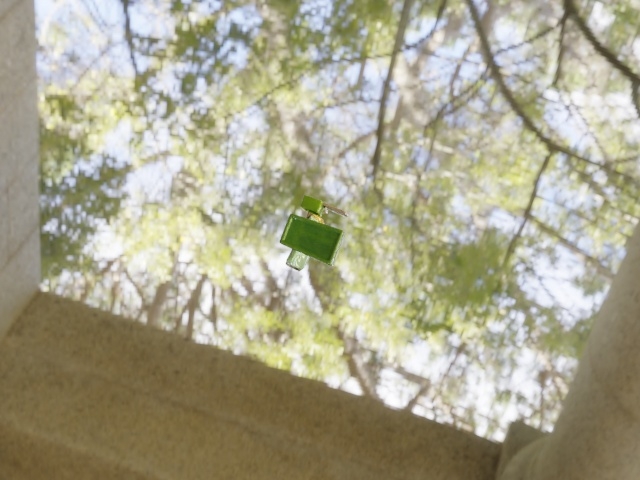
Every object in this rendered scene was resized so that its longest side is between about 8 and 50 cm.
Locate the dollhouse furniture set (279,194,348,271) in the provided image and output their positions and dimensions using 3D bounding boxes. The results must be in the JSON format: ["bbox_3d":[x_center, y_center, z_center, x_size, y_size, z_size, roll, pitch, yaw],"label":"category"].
[{"bbox_3d":[0.000,0.000,1.132,0.058,0.152,0.076,21,-93,8],"label":"dollhouse furniture set"}]
